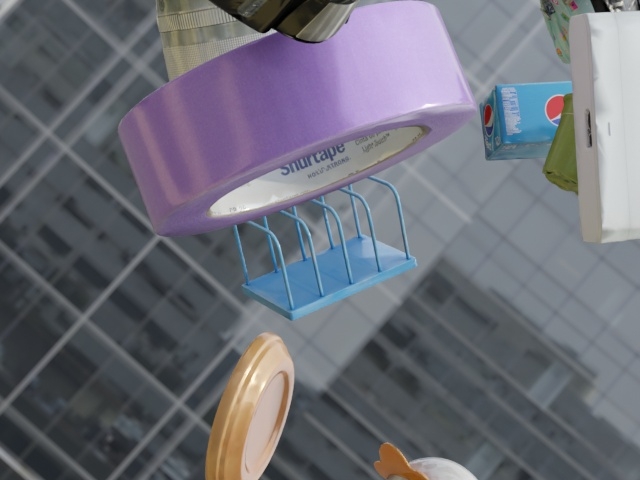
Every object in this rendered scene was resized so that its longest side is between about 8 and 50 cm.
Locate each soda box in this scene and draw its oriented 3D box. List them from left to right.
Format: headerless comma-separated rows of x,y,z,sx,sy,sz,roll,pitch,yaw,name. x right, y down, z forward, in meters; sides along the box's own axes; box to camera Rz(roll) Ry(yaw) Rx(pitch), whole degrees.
0.281,-0.131,1.629,0.071,0.210,0.067,126,-40,-75,soda box

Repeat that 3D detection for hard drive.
0.375,-0.112,1.399,0.040,0.308,0.203,-174,-101,-69,hard drive

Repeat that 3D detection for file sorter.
0.000,0.000,1.735,0.118,0.170,0.104,24,-48,57,file sorter

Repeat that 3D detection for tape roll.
-0.018,-0.093,1.214,0.275,0.275,0.090,111,-43,-81,tape roll

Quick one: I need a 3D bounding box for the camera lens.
-0.088,-0.234,1.939,0.219,0.219,0.274,-162,-120,-69,camera lens

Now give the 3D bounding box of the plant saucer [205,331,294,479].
-0.076,0.205,1.761,0.037,0.200,0.200,17,-15,14,plant saucer

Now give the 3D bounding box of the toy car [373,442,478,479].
0.137,0.290,1.466,0.238,0.219,0.210,51,-20,-19,toy car

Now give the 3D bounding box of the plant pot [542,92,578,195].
0.256,-0.088,1.481,0.083,0.079,0.083,28,-9,5,plant pot

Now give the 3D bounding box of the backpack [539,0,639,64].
0.333,-0.295,1.843,0.115,0.152,0.182,9,-46,45,backpack

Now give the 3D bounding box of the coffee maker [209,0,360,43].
-0.008,-0.227,0.974,0.171,0.120,0.178,50,-37,-7,coffee maker
